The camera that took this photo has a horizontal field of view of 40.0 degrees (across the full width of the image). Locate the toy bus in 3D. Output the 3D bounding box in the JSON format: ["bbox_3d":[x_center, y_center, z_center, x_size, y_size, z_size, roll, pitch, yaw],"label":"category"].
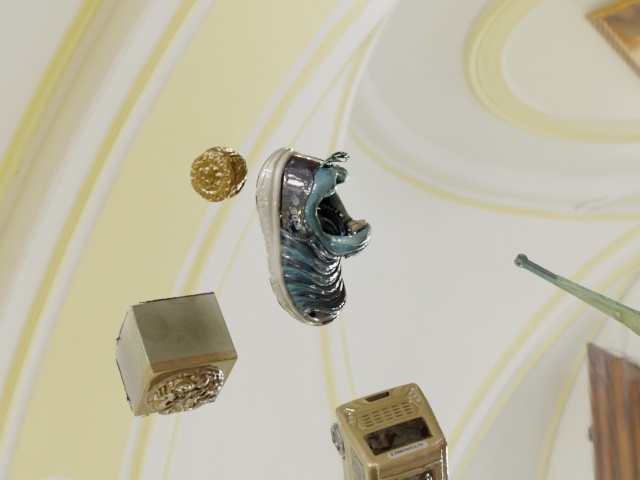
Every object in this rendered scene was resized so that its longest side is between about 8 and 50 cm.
[{"bbox_3d":[0.109,0.354,1.244,0.157,0.139,0.289,-121,21,-53],"label":"toy bus"}]

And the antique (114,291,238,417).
[{"bbox_3d":[-0.224,0.184,1.362,0.147,0.152,0.148,-8,-123,-30],"label":"antique"}]

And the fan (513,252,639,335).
[{"bbox_3d":[0.342,0.067,1.148,0.193,0.038,0.016,29,-126,12],"label":"fan"}]

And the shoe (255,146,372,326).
[{"bbox_3d":[0.000,0.000,0.930,0.091,0.106,0.207,-51,-40,-51],"label":"shoe"}]

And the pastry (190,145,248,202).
[{"bbox_3d":[-0.185,-0.122,1.609,0.097,0.109,0.057,64,-152,0],"label":"pastry"}]
